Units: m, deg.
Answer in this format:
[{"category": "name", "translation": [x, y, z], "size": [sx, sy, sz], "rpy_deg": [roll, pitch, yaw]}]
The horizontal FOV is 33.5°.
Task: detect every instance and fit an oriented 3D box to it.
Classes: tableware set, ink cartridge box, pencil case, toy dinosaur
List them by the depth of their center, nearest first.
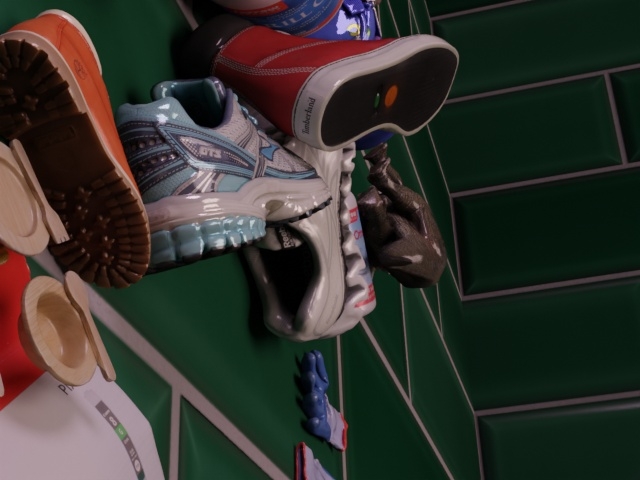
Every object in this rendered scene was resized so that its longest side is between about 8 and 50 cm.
[{"category": "tableware set", "translation": [-0.149, 0.007, 0.470], "size": [0.141, 0.020, 0.168], "rpy_deg": [69, 15, 10]}, {"category": "ink cartridge box", "translation": [-0.132, 0.096, 0.483], "size": [0.181, 0.056, 0.225], "rpy_deg": [-56, 137, -74]}, {"category": "toy dinosaur", "translation": [0.088, -0.009, 1.177], "size": [0.160, 0.121, 0.313], "rpy_deg": [51, -9, -17]}, {"category": "pencil case", "translation": [0.025, -0.203, 1.240], "size": [0.119, 0.133, 0.306], "rpy_deg": [66, 7, 16]}]

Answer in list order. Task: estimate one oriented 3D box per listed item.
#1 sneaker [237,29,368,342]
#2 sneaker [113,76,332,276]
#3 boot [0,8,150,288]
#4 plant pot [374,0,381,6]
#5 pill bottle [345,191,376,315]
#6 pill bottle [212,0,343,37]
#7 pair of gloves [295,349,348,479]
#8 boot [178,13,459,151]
[{"category": "sneaker", "translation": [-0.028, -0.048, 0.962], "size": [0.118, 0.110, 0.292], "rpy_deg": [-15, 94, -67]}, {"category": "sneaker", "translation": [-0.067, -0.062, 0.770], "size": [0.283, 0.110, 0.122], "rpy_deg": [-41, 118, -76]}, {"category": "boot", "translation": [-0.130, -0.052, 0.593], "size": [0.084, 0.059, 0.158], "rpy_deg": [-87, 162, -61]}, {"category": "plant pot", "translation": [0.014, -0.348, 1.349], "size": [0.237, 0.109, 0.237], "rpy_deg": [-9, 90, -79]}, {"category": "pill bottle", "translation": [0.000, 0.000, 1.069], "size": [0.087, 0.087, 0.160], "rpy_deg": [-46, 125, -75]}, {"category": "pill bottle", "translation": [-0.054, -0.255, 0.932], "size": [0.221, 0.124, 0.124], "rpy_deg": [1, 80, -77]}, {"category": "pair of gloves", "translation": [0.005, 0.217, 1.085], "size": [0.159, 0.023, 0.198], "rpy_deg": [65, 19, -51]}, {"category": "boot", "translation": [0.000, -0.154, 0.915], "size": [0.244, 0.176, 0.088], "rpy_deg": [-20, 130, -52]}]
